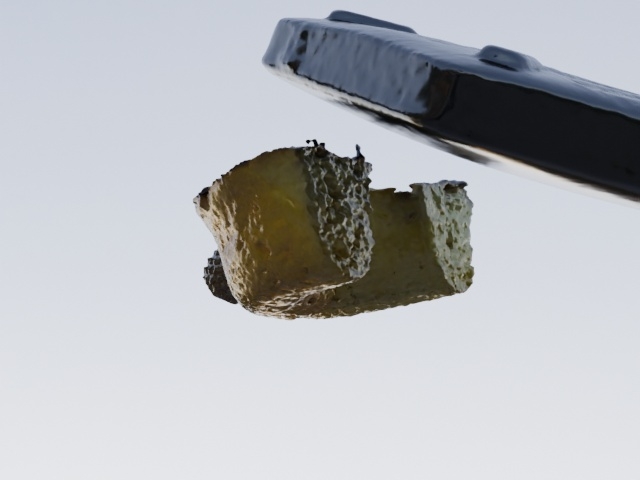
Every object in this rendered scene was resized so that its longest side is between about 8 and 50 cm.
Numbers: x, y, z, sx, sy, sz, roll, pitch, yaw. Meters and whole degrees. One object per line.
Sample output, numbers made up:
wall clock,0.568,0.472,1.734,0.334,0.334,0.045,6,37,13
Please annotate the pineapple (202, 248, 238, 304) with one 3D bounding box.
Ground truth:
pineapple,-0.063,0.001,1.604,0.058,0.058,0.124,23,-61,-21

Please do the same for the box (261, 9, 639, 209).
box,0.134,-0.077,1.082,0.289,0.073,0.290,14,7,-25

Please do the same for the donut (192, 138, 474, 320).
donut,-0.001,0.001,1.250,0.152,0.101,0.259,-17,-12,30
